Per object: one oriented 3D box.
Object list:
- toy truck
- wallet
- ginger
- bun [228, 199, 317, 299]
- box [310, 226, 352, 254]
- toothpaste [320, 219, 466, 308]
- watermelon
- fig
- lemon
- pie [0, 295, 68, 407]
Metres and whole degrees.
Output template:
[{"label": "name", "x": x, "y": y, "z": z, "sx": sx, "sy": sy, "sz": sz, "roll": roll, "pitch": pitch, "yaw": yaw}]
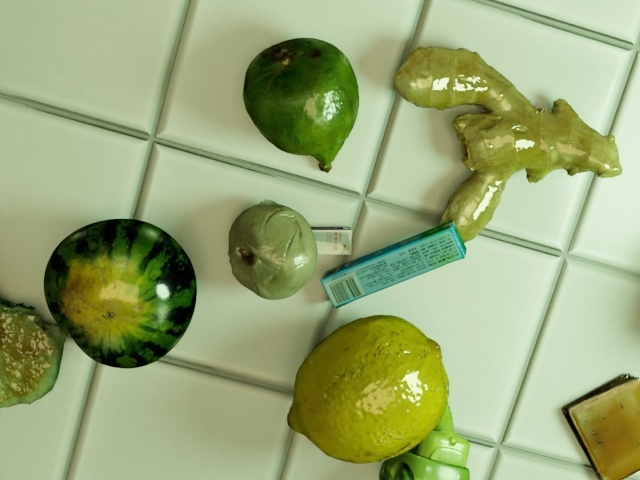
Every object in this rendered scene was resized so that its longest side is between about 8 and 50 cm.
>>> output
[{"label": "toy truck", "x": 0.209, "y": 0.400, "z": 1.788, "sx": 0.148, "sy": 0.187, "sz": 0.210, "roll": 18, "pitch": 100, "yaw": -13}, {"label": "wallet", "x": 0.583, "y": 0.370, "z": 1.877, "sx": 0.161, "sy": 0.042, "sz": 0.195, "roll": -29, "pitch": 104, "yaw": 8}, {"label": "ginger", "x": 0.333, "y": -0.205, "z": 1.719, "sx": 0.348, "sy": 0.122, "sz": 0.363, "roll": -19, "pitch": 96, "yaw": -1}, {"label": "bun", "x": -0.097, "y": 0.019, "z": 1.713, "sx": 0.173, "sy": 0.113, "sz": 0.166, "roll": 44, "pitch": 119, "yaw": 21}, {"label": "box", "x": 0.000, "y": 0.000, "z": 1.772, "sx": 0.117, "sy": 0.036, "sz": 0.050, "roll": -1, "pitch": 103, "yaw": -3}, {"label": "toothpaste", "x": 0.131, "y": 0.046, "z": 1.744, "sx": 0.267, "sy": 0.050, "sz": 0.065, "roll": -23, "pitch": 100, "yaw": 20}, {"label": "watermelon", "x": -0.344, "y": 0.086, "z": 1.668, "sx": 0.269, "sy": 0.269, "sz": 0.269, "roll": -1, "pitch": 102, "yaw": -3}, {"label": "fig", "x": -0.013, "y": -0.224, "z": 1.685, "sx": 0.203, "sy": 0.203, "sz": 0.235, "roll": -31, "pitch": 141, "yaw": 4}, {"label": "lemon", "x": 0.083, "y": 0.268, "z": 1.722, "sx": 0.310, "sy": 0.258, "sz": 0.258, "roll": -29, "pitch": 101, "yaw": 7}, {"label": "pie", "x": -0.648, "y": 0.166, "z": 1.757, "sx": 0.296, "sy": 0.078, "sz": 0.371, "roll": -41, "pitch": 99, "yaw": 5}]
